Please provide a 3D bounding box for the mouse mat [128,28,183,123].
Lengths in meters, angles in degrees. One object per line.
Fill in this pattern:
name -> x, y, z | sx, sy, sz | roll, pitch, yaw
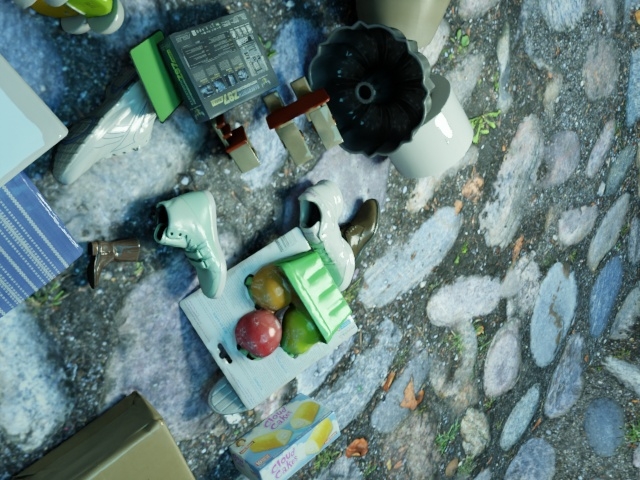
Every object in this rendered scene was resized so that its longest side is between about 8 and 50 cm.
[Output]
mouse mat -> -0.324, -0.336, 1.241 | 0.189, 0.007, 0.152 | -80, 155, -59

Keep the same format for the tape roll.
tape roll -> 0.279, -0.316, 1.697 | 0.246, 0.246, 0.169 | -54, 131, -17

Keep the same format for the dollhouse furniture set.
dollhouse furniture set -> -0.101, -0.273, 1.387 | 0.259, 0.262, 0.135 | -27, 121, 3

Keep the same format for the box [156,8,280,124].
box -> -0.213, -0.378, 1.322 | 0.233, 0.059, 0.183 | -39, 111, -40

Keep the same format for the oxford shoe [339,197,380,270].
oxford shoe -> 0.098, -0.024, 1.728 | 0.096, 0.083, 0.227 | 31, 80, -37

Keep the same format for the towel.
towel -> -0.642, 0.036, 1.133 | 0.336, 0.040, 0.243 | -42, 127, -23

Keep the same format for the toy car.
toy car -> -0.439, -0.453, 1.079 | 0.159, 0.182, 0.136 | 20, 82, -61

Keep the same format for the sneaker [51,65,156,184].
sneaker -> -0.407, -0.215, 1.219 | 0.297, 0.111, 0.129 | -52, 134, -17

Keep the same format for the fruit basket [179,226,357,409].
fruit basket -> -0.121, 0.191, 1.537 | 0.353, 0.165, 0.327 | -33, 101, -11

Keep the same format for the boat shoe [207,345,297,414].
boat shoe -> -0.159, 0.361, 1.594 | 0.302, 0.094, 0.109 | -27, 79, -29

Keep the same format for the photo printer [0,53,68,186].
photo printer -> -0.620, -0.223, 1.005 | 0.256, 0.107, 0.307 | -47, 118, -22

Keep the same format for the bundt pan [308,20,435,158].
bundt pan -> 0.135, -0.380, 1.519 | 0.124, 0.331, 0.330 | -39, 126, -50

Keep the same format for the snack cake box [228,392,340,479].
snack cake box -> -0.096, 0.545, 1.664 | 0.264, 0.152, 0.089 | -31, 120, -32

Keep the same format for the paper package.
paper package -> -0.447, 0.565, 1.352 | 0.309, 0.168, 0.324 | -34, 123, -28

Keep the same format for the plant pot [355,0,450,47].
plant pot -> 0.207, -0.648, 1.535 | 0.323, 0.323, 0.280 | -22, 133, -36

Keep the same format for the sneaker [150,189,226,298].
sneaker -> -0.304, 0.022, 1.377 | 0.151, 0.094, 0.255 | -17, 102, -44

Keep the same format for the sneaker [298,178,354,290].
sneaker -> 0.000, 0.000, 1.614 | 0.152, 0.114, 0.305 | -30, 112, -52

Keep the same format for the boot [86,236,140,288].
boot -> -0.438, 0.048, 1.311 | 0.114, 0.037, 0.106 | -5, 107, -45
